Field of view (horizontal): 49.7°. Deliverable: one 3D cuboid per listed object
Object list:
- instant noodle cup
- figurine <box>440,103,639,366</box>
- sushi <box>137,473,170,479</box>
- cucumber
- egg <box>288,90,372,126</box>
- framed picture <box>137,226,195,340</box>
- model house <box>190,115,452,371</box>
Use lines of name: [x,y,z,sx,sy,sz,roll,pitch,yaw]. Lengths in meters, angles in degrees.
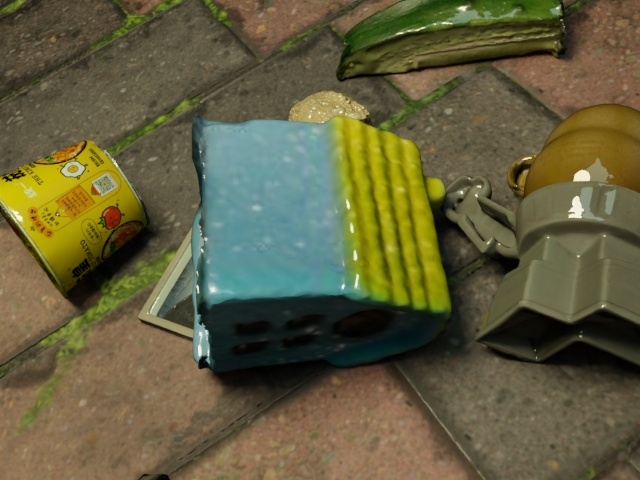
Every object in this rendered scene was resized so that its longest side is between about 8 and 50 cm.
instant noodle cup: [-0.322,-0.039,0.897,0.144,0.182,0.182,-37,56,-21]
figurine: [0.289,-0.022,0.728,0.342,0.167,0.285,8,62,15]
sushi: [-0.229,0.352,0.655,0.273,0.134,0.109,-40,88,-24]
cucumber: [0.174,-0.312,0.988,0.325,0.105,0.145,-7,57,13]
egg: [0.015,-0.130,0.898,0.116,0.118,0.140,-28,63,-25]
framed picture: [-0.124,0.037,0.886,0.150,0.015,0.203,16,63,23]
model house: [0.000,0.000,0.762,0.303,0.215,0.237,-3,59,-6]
